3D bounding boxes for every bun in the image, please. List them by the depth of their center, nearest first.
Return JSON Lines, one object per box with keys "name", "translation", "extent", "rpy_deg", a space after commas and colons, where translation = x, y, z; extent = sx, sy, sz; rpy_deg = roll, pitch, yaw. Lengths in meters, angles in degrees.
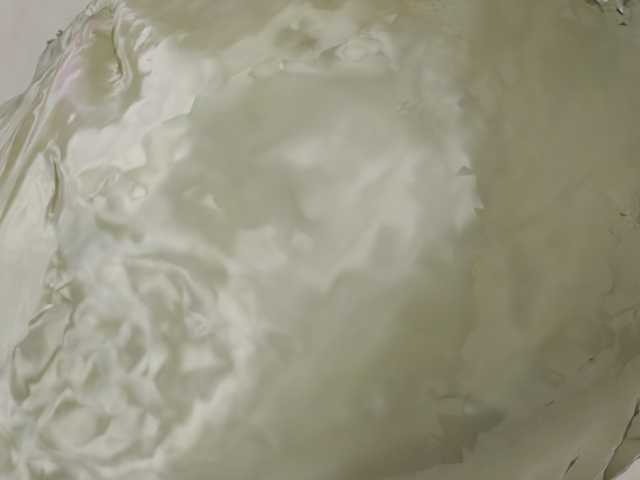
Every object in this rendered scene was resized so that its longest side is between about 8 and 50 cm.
{"name": "bun", "translation": [0.000, 0.000, 0.599], "extent": [0.362, 0.234, 0.326], "rpy_deg": [-38, 2, -17]}
